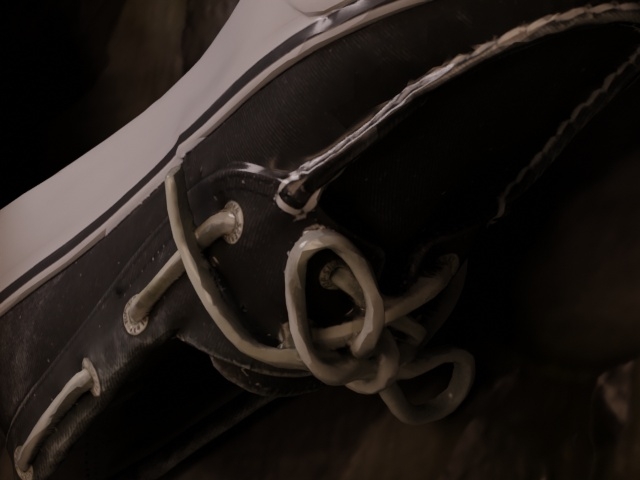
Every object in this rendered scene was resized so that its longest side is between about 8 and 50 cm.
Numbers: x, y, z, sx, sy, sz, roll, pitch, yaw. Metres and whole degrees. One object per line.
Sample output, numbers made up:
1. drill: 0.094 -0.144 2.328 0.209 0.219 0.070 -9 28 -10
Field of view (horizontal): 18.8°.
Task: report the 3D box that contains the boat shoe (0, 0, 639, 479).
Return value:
1. boat shoe: -0.003 0.000 0.548 0.306 0.113 0.105 -30 62 37
